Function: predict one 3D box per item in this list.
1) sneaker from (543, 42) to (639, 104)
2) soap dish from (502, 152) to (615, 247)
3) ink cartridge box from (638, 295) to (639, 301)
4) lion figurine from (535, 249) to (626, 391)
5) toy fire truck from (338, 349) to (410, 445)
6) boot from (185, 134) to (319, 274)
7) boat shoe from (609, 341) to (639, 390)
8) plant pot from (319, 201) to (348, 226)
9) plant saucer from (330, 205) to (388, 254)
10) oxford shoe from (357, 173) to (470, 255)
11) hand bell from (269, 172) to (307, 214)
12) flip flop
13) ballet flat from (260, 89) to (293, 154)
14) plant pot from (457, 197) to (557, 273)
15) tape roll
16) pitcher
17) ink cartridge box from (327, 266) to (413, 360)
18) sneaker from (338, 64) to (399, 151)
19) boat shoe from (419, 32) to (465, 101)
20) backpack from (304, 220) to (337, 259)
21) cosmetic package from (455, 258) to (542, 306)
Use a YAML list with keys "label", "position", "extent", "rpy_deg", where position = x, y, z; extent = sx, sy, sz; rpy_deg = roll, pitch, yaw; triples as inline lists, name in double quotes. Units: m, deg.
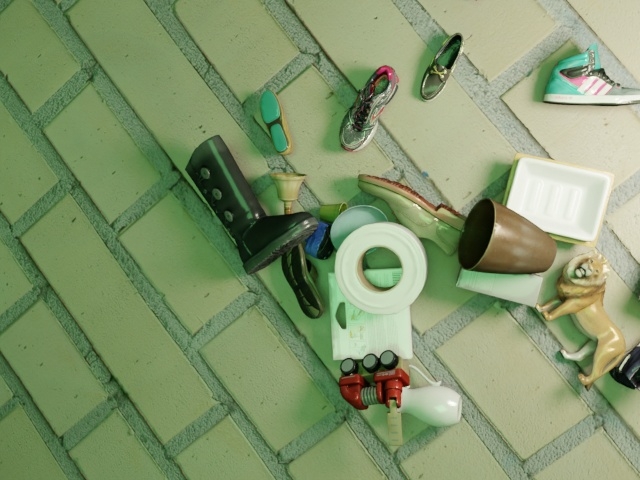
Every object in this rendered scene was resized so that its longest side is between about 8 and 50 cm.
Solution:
- label: "sneaker"
  position: [0.831, -0.495, 1.725]
  extent: [0.295, 0.124, 0.179]
  rpy_deg: [5, 101, 13]
- label: "soap dish"
  position: [0.707, -0.122, 1.752]
  extent: [0.290, 0.118, 0.229]
  rpy_deg: [14, 94, 11]
- label: "ink cartridge box"
  position: [1.120, 0.108, 1.675]
  extent: [0.303, 0.072, 0.307]
  rpy_deg: [27, 69, 11]
- label: "lion figurine"
  position: [0.812, 0.240, 1.736]
  extent: [0.240, 0.142, 0.392]
  rpy_deg: [-28, 94, 9]
- label: "toy fire truck"
  position: [0.176, 0.498, 1.803]
  extent: [0.216, 0.158, 0.247]
  rpy_deg: [-17, 46, 26]
- label: "boot"
  position: [-0.237, -0.152, 1.878]
  extent: [0.367, 0.146, 0.445]
  rpy_deg: [-34, 81, 40]
- label: "boat shoe"
  position: [1.013, 0.318, 1.672]
  extent: [0.340, 0.158, 0.127]
  rpy_deg: [-43, 82, 9]
- label: "plant pot"
  position: [0.041, -0.089, 1.917]
  extent: [0.079, 0.083, 0.084]
  rpy_deg: [8, 92, 24]
- label: "plant saucer"
  position: [0.125, -0.038, 1.881]
  extent: [0.194, 0.037, 0.195]
  rpy_deg: [-4, 123, -7]
- label: "oxford shoe"
  position: [0.277, -0.086, 1.835]
  extent: [0.396, 0.140, 0.147]
  rpy_deg: [29, 106, 13]
- label: "hand bell"
  position: [-0.112, -0.101, 1.942]
  extent: [0.126, 0.126, 0.242]
  rpy_deg: [5, 103, 12]
- label: "flip flop"
  position: [-0.047, 0.125, 1.928]
  extent: [0.112, 0.080, 0.277]
  rpy_deg: [-34, 76, 42]
- label: "ballet flat"
  position: [-0.148, -0.393, 1.952]
  extent: [0.080, 0.073, 0.233]
  rpy_deg: [-17, 81, 20]
- label: "plant pot"
  position: [0.551, 0.013, 1.668]
  extent: [0.230, 0.215, 0.216]
  rpy_deg: [17, 94, -9]
- label: "tape roll"
  position: [0.190, 0.085, 1.792]
  extent: [0.286, 0.100, 0.287]
  rpy_deg: [1, 94, 15]
- label: "pitcher"
  position: [0.341, 0.495, 1.840]
  extent: [0.207, 0.125, 0.178]
  rpy_deg: [4, 83, 23]
- label: "ink cartridge box"
  position: [0.164, 0.240, 1.895]
  extent: [0.260, 0.066, 0.297]
  rpy_deg: [-3, 90, 12]
- label: "sneaker"
  position: [0.145, -0.430, 1.869]
  extent: [0.120, 0.112, 0.299]
  rpy_deg: [28, 97, 10]
- label: "boat shoe"
  position: [0.383, -0.553, 1.838]
  extent: [0.081, 0.068, 0.228]
  rpy_deg: [30, 96, 10]
- label: "backpack"
  position: [0.000, 0.000, 1.914]
  extent: [0.101, 0.098, 0.120]
  rpy_deg: [21, 95, 40]
- label: "cosmetic package"
  position: [0.548, 0.123, 1.784]
  extent: [0.237, 0.127, 0.107]
  rpy_deg: [18, 96, 13]
